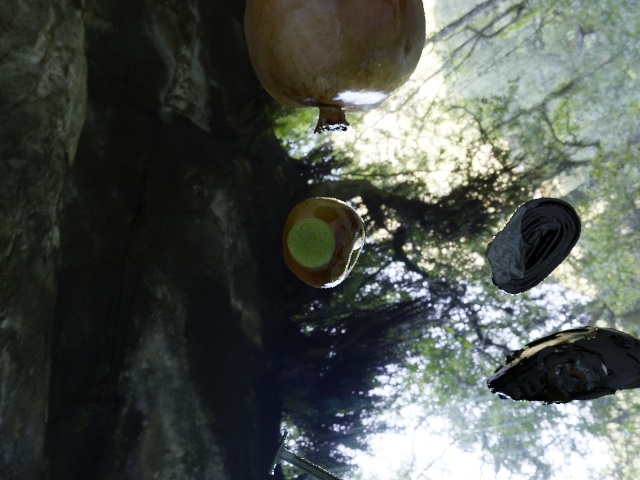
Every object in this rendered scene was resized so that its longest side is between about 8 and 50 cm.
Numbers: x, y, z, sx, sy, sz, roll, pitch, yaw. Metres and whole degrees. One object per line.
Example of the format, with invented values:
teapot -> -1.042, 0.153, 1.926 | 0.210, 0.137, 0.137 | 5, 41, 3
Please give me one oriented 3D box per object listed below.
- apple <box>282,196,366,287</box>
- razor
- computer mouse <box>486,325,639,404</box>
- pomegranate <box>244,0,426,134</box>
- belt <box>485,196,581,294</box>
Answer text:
apple -> 0.002, -0.001, 0.947 | 0.147, 0.163, 0.146 | 23, -169, 17
razor -> 0.007, 0.354, 0.753 | 0.037, 0.191, 0.068 | 40, -113, -49
computer mouse -> 0.320, 0.159, 0.660 | 0.147, 0.242, 0.077 | -6, -105, -38
pomegranate -> 0.017, -0.332, 0.809 | 0.319, 0.319, 0.318 | 32, -136, -37
belt -> 0.571, 0.014, 1.367 | 0.184, 0.289, 0.164 | 38, -167, 15
